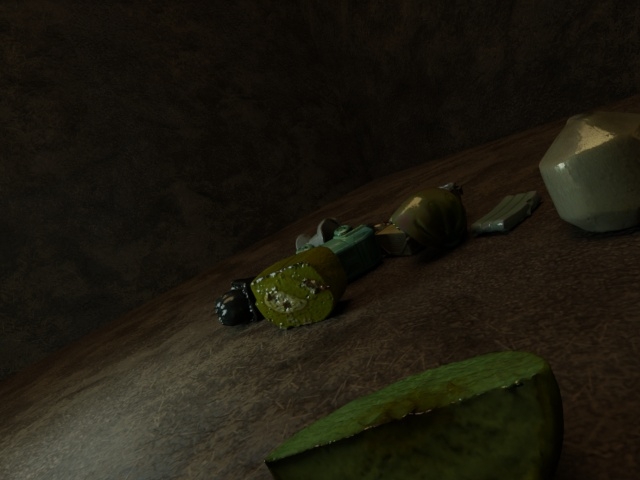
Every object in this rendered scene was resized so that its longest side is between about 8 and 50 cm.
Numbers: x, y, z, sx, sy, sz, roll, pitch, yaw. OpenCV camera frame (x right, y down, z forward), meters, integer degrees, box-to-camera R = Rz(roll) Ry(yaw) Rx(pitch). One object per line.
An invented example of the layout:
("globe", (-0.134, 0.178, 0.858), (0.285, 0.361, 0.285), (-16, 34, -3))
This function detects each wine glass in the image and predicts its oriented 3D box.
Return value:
("wine glass", (0.000, 0.000, 1.801), (0.196, 0.165, 0.165), (-20, 10, 43))

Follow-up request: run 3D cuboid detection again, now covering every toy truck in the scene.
("toy truck", (0.059, 0.059, 1.359), (0.278, 0.155, 0.156), (-28, 18, -16))

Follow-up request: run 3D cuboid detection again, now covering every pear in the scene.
("pear", (0.120, 0.219, 0.460), (0.288, 0.139, 0.239), (-26, -6, 17))

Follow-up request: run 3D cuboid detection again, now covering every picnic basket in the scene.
("picnic basket", (0.270, -0.008, 1.369), (0.115, 0.080, 0.164), (-29, 15, -32))

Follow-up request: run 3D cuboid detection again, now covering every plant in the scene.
("plant", (-0.236, 0.193, 1.403), (0.256, 0.142, 0.164), (-26, 10, -29))

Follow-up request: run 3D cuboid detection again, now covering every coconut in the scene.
("coconut", (0.611, -0.161, 0.882), (0.244, 0.247, 0.245), (-24, 8, 4))

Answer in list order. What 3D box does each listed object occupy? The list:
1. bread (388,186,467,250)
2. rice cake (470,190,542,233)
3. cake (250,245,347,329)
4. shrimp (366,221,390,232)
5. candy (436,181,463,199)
("bread", (0.331, -0.070, 1.203), (0.260, 0.156, 0.158), (-25, 40, -24))
("rice cake", (0.547, -0.081, 1.206), (0.237, 0.043, 0.127), (-32, 11, -32))
("cake", (-0.060, 0.138, 1.154), (0.260, 0.179, 0.156), (-23, 9, 29))
("shrimp", (0.266, -0.046, 1.566), (0.187, 0.052, 0.132), (-2, 8, 13))
("candy", (0.395, -0.106, 1.441), (0.195, 0.137, 0.185), (-16, 13, 36))
